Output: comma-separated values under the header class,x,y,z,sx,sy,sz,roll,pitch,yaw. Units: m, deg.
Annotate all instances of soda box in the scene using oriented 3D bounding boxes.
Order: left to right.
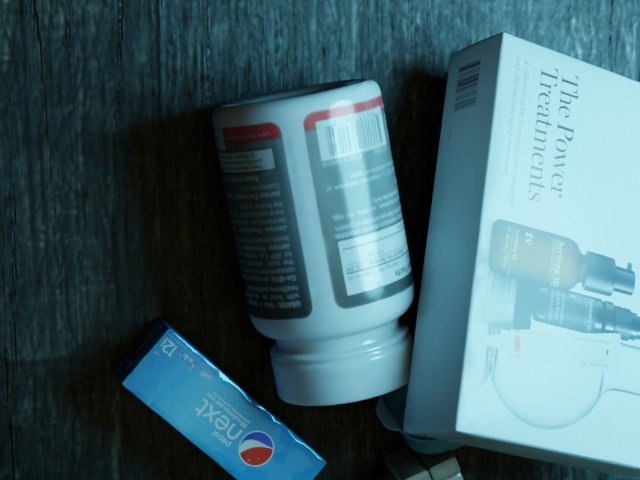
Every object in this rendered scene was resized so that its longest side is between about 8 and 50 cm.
class,x,y,z,sx,sy,sz,roll,pitch,yaw
soda box,-0.097,0.170,1.358,0.210,0.067,0.071,42,85,-15

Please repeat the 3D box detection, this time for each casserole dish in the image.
class,x,y,z,sx,sy,sz,roll,pitch,yaw
casserole dish,0.147,0.159,1.408,0.188,0.114,0.037,-18,126,-14

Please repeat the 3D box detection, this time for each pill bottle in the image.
class,x,y,z,sx,sy,sz,roll,pitch,yaw
pill bottle,0.000,0.000,1.318,0.161,0.161,0.283,-12,99,-14

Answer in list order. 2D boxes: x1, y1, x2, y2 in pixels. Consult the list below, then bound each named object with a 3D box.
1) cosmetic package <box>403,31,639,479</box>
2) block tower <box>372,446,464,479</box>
class,x,y,z,sx,sy,sz,roll,pitch,yaw
cosmetic package,0.243,0.023,1.351,0.284,0.097,0.377,15,76,-28
block tower,0.149,0.373,1.432,0.091,0.097,0.336,-24,100,-4
